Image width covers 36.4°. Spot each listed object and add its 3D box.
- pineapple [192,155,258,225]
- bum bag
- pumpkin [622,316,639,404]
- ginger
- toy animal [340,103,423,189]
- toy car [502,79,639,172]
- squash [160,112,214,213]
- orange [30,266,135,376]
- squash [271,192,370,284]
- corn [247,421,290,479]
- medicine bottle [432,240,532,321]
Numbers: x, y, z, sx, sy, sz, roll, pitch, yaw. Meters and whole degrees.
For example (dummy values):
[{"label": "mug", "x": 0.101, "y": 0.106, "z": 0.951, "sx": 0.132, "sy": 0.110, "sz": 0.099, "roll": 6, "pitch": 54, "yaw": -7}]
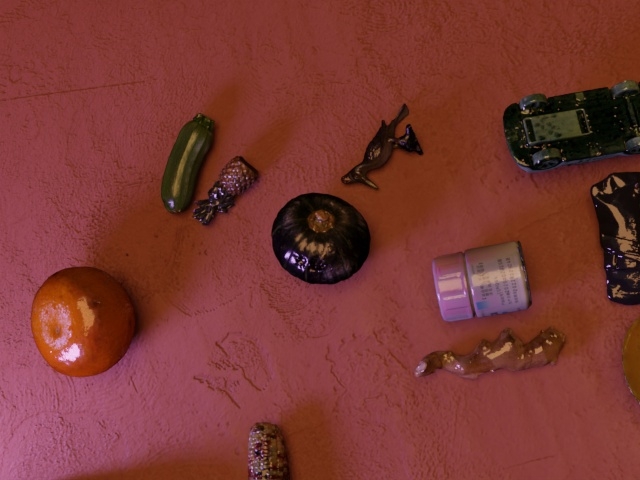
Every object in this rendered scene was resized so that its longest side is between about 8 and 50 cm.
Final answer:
[{"label": "pineapple", "x": -0.201, "y": -0.099, "z": 2.004, "sx": 0.074, "sy": 0.074, "sz": 0.159, "roll": 45, "pitch": 99, "yaw": 16}, {"label": "bum bag", "x": 0.579, "y": -0.005, "z": 1.818, "sx": 0.123, "sy": 0.060, "sz": 0.248, "roll": -8, "pitch": 79, "yaw": 12}, {"label": "pumpkin", "x": 0.635, "y": 0.232, "z": 1.742, "sx": 0.217, "sy": 0.110, "sz": 0.217, "roll": -1, "pitch": 71, "yaw": 2}, {"label": "ginger", "x": 0.316, "y": 0.213, "z": 1.824, "sx": 0.288, "sy": 0.075, "sz": 0.089, "roll": -8, "pitch": 100, "yaw": 6}, {"label": "toy animal", "x": 0.123, "y": -0.180, "z": 1.959, "sx": 0.202, "sy": 0.070, "sz": 0.105, "roll": -43, "pitch": 61, "yaw": 4}, {"label": "toy car", "x": 0.496, "y": -0.206, "z": 1.843, "sx": 0.305, "sy": 0.125, "sz": 0.136, "roll": -9, "pitch": 72, "yaw": -1}, {"label": "squash", "x": -0.280, "y": -0.162, "z": 2.030, "sx": 0.077, "sy": 0.068, "sz": 0.219, "roll": 17, "pitch": 83, "yaw": 27}, {"label": "orange", "x": -0.474, "y": 0.163, "z": 1.956, "sx": 0.224, "sy": 0.170, "sz": 0.224, "roll": 1, "pitch": 91, "yaw": 30}, {"label": "squash", "x": 0.001, "y": -0.003, "z": 1.896, "sx": 0.193, "sy": 0.156, "sz": 0.193, "roll": -10, "pitch": 57, "yaw": 16}, {"label": "corn", "x": -0.096, "y": 0.474, "z": 1.855, "sx": 0.086, "sy": 0.086, "sz": 0.253, "roll": -10, "pitch": 75, "yaw": 10}, {"label": "medicine bottle", "x": 0.301, "y": 0.077, "z": 1.822, "sx": 0.168, "sy": 0.135, "sz": 0.135, "roll": -10, "pitch": 77, "yaw": 9}]
